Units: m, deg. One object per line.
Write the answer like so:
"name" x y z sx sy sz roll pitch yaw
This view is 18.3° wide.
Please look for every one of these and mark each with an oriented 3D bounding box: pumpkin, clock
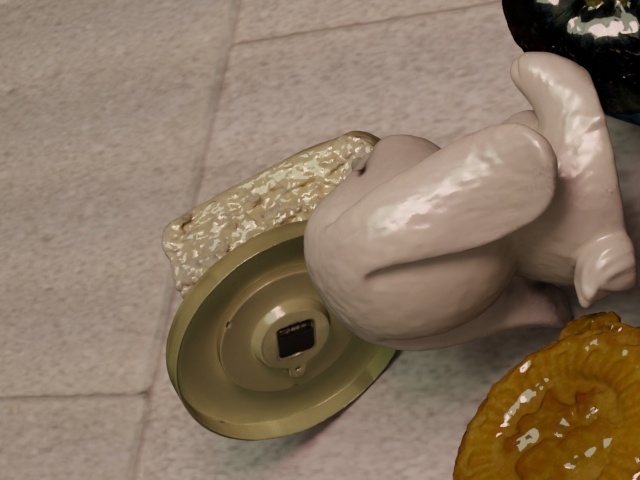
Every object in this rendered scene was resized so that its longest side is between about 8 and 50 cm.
"pumpkin" 0.265 -0.221 1.691 0.233 0.163 0.233 4 100 25
"clock" -0.026 0.082 1.786 0.235 0.235 0.029 -46 44 10

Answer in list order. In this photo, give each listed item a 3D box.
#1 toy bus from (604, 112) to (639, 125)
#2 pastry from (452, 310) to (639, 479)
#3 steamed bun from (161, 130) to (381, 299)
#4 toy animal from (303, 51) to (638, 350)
"toy bus" 0.273 -0.131 1.792 0.083 0.038 0.046 24 87 44
"pastry" 0.222 0.180 1.602 0.240 0.132 0.235 2 58 48
"steamed bun" 0.000 0.000 1.849 0.225 0.200 0.170 -28 85 24
"toy animal" 0.117 -0.008 1.660 0.265 0.271 0.206 -14 57 -2
